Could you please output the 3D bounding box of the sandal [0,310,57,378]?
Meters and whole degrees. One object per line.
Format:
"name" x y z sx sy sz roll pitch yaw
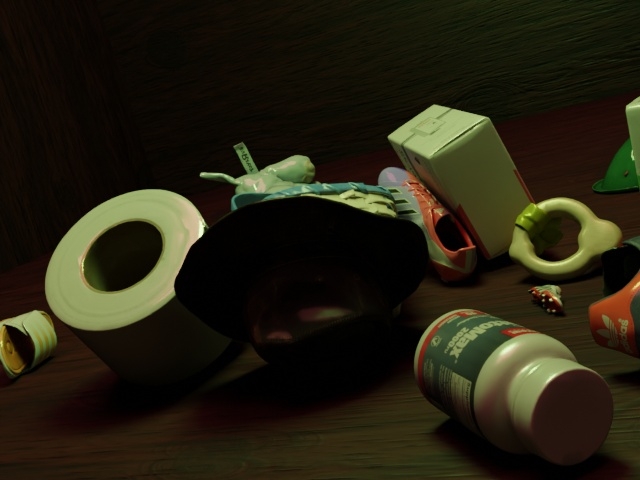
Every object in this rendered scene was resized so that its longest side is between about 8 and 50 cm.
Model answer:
"sandal" -0.543 0.177 1.423 0.076 0.102 0.265 -18 10 1

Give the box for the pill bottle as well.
"pill bottle" 0.171 0.130 0.671 0.108 0.108 0.180 -20 12 -18

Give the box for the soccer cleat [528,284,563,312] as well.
"soccer cleat" 0.300 0.073 0.965 0.035 0.029 0.083 -21 7 -4

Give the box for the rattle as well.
"rattle" 0.386 0.024 1.080 0.199 0.143 0.130 9 55 29

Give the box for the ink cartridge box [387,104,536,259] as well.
"ink cartridge box" 0.241 -0.110 1.281 0.117 0.207 0.283 -34 16 1

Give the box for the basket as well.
"basket" 0.000 0.000 1.153 0.254 0.201 0.289 -3 35 -12

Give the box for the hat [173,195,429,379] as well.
"hat" -0.012 0.093 0.923 0.331 0.331 0.134 -15 53 4

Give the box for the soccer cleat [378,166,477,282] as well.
"soccer cleat" 0.176 -0.043 1.209 0.083 0.248 0.095 -19 -32 -18

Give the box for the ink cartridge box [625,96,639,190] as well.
"ink cartridge box" 0.598 -0.120 1.024 0.289 0.211 0.121 -6 13 36

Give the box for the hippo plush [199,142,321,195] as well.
"hippo plush" -0.071 -0.093 1.696 0.234 0.294 0.236 -41 26 -11

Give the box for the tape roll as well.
"tape roll" -0.254 0.069 1.098 0.246 0.169 0.246 -10 51 13

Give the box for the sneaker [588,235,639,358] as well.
"sneaker" 0.396 0.022 0.813 0.148 0.131 0.350 0 19 40

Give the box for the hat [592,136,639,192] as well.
"hat" 0.626 -0.208 1.462 0.208 0.184 0.173 -14 11 7
